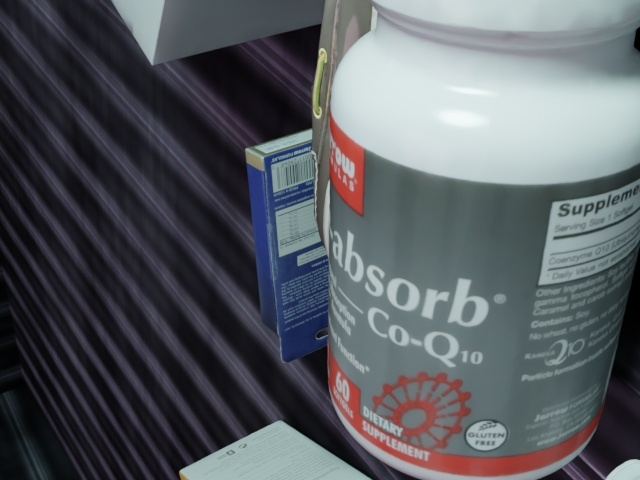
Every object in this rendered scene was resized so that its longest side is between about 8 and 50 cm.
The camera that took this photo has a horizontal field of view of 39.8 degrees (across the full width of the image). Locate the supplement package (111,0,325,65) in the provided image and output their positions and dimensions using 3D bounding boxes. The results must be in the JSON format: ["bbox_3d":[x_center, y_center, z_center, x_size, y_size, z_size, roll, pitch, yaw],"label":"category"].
[{"bbox_3d":[-0.101,-0.295,0.782,0.203,0.194,0.149,58,149,20],"label":"supplement package"}]

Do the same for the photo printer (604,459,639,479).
[{"bbox_3d":[0.238,0.318,0.569,0.307,0.107,0.256,-75,-20,-62],"label":"photo printer"}]

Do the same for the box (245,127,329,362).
[{"bbox_3d":[0.000,0.000,0.860,0.036,0.136,0.225,29,132,47],"label":"box"}]

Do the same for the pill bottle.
[{"bbox_3d":[0.109,-0.030,0.594,0.210,0.210,0.363,36,136,44],"label":"pill bottle"}]

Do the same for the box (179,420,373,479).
[{"bbox_3d":[-0.008,0.404,1.094,0.345,0.168,0.215,17,122,53],"label":"box"}]

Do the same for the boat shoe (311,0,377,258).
[{"bbox_3d":[0.045,-0.121,0.742,0.097,0.117,0.324,47,140,41],"label":"boat shoe"}]
